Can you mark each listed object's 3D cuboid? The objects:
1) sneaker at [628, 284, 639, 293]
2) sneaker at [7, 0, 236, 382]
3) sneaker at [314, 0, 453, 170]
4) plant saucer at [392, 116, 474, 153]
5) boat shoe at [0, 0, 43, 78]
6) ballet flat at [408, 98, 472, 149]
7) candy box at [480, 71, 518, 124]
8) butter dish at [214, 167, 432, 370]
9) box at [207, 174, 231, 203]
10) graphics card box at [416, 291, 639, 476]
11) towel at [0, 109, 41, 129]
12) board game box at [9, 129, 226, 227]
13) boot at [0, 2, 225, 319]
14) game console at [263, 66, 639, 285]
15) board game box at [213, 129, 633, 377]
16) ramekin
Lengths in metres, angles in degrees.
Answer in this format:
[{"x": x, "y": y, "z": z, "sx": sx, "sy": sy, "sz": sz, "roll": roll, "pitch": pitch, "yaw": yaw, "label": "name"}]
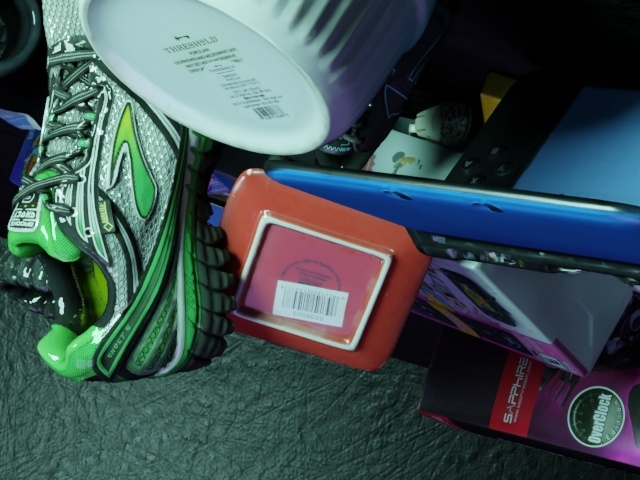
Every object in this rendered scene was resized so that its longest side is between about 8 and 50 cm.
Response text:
[{"x": 0.276, "y": -0.019, "z": 1.514, "sx": 0.115, "sy": 0.090, "sz": 0.232, "roll": 24, "pitch": 162, "yaw": -2, "label": "sneaker"}, {"x": -0.156, "y": -0.057, "z": 1.335, "sx": 0.146, "sy": 0.343, "sz": 0.134, "roll": -15, "pitch": -168, "yaw": -38, "label": "sneaker"}, {"x": 0.031, "y": -0.116, "z": 1.276, "sx": 0.101, "sy": 0.106, "sz": 0.267, "roll": 18, "pitch": 170, "yaw": 6, "label": "sneaker"}, {"x": 0.099, "y": -0.067, "z": 1.672, "sx": 0.195, "sy": 0.037, "sz": 0.195, "roll": 18, "pitch": 171, "yaw": 3, "label": "plant saucer"}, {"x": -0.402, "y": -0.214, "z": 1.299, "sx": 0.156, "sy": 0.187, "sz": 0.500, "roll": 3, "pitch": 169, "yaw": 40, "label": "boat shoe"}, {"x": 0.094, "y": -0.092, "z": 1.497, "sx": 0.041, "sy": 0.041, "sz": 0.114, "roll": 18, "pitch": 173, "yaw": -7, "label": "ballet flat"}, {"x": 0.220, "y": -0.060, "z": 1.368, "sx": 0.206, "sy": 0.027, "sz": 0.105, "roll": 21, "pitch": 156, "yaw": 19, "label": "candy box"}, {"x": 0.000, "y": 0.000, "z": 1.419, "sx": 0.160, "sy": 0.118, "sz": 0.160, "roll": 17, "pitch": 127, "yaw": -4, "label": "butter dish"}, {"x": -0.029, "y": -0.062, "z": 1.878, "sx": 0.201, "sy": 0.057, "sz": 0.293, "roll": 21, "pitch": 171, "yaw": -26, "label": "box"}, {"x": 0.287, "y": 0.096, "z": 1.677, "sx": 0.371, "sy": 0.233, "sz": 0.094, "roll": 13, "pitch": 170, "yaw": 34, "label": "graphics card box"}, {"x": -0.320, "y": -0.160, "z": 1.928, "sx": 0.285, "sy": 0.034, "sz": 0.209, "roll": 8, "pitch": 167, "yaw": 47, "label": "towel"}, {"x": -0.190, "y": -0.033, "z": 2.097, "sx": 0.233, "sy": 0.078, "sz": 0.347, "roll": 22, "pitch": -179, "yaw": -30, "label": "board game box"}, {"x": -0.224, "y": -0.064, "z": 1.579, "sx": 0.348, "sy": 0.260, "sz": 0.131, "roll": 9, "pitch": 168, "yaw": 42, "label": "boot"}, {"x": 0.162, "y": -0.062, "z": 1.125, "sx": 0.293, "sy": 0.250, "sz": 0.173, "roll": 10, "pitch": 143, "yaw": 42, "label": "game console"}, {"x": 0.086, "y": -0.008, "z": 1.571, "sx": 0.303, "sy": 0.097, "sz": 0.224, "roll": 22, "pitch": 166, "yaw": 40, "label": "board game box"}, {"x": -0.045, "y": -0.141, "z": 1.077, "sx": 0.207, "sy": 0.109, "sz": 0.207, "roll": 22, "pitch": 157, "yaw": 10, "label": "ramekin"}]
